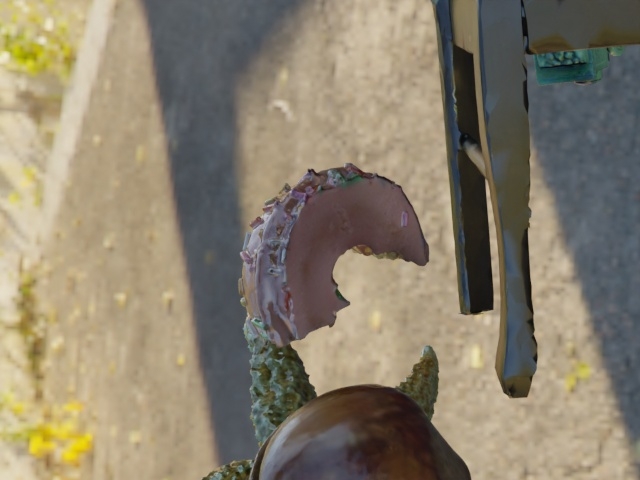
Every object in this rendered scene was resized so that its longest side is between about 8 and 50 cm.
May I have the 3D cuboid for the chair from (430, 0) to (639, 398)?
[{"bbox_3d":[0.117,-0.118,0.612,0.186,0.160,0.319,-104,9,-80],"label":"chair"}]

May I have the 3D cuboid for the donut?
[{"bbox_3d":[0.000,0.000,1.162,0.065,0.166,0.117,2,117,51],"label":"donut"}]

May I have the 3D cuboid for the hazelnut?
[{"bbox_3d":[0.022,0.168,0.971,0.154,0.143,0.143,80,175,-47],"label":"hazelnut"}]

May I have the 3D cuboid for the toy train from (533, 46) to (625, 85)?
[{"bbox_3d":[0.205,-0.211,1.289,0.070,0.099,0.172,-3,103,32],"label":"toy train"}]

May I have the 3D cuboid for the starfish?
[{"bbox_3d":[-0.020,0.182,1.157,0.358,0.347,0.078,68,153,24],"label":"starfish"}]
